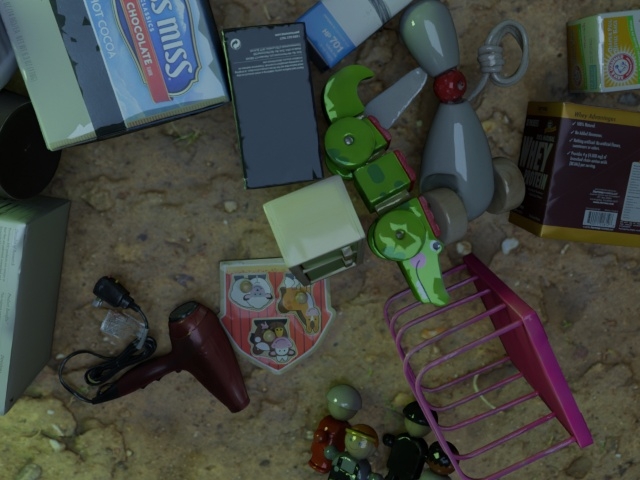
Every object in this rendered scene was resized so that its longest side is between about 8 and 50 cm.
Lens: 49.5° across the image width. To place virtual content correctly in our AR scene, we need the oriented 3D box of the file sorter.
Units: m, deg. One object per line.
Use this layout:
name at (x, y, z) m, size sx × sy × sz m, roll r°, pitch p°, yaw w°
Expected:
file sorter at (0.217, 0.178, 1.006) m, size 0.182 × 0.290 × 0.202 m, roll -26°, pitch 103°, yaw 3°

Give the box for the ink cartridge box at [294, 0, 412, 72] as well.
ink cartridge box at (0.056, -0.324, 0.957) m, size 0.191 × 0.139 × 0.082 m, roll -38°, pitch 101°, yaw 3°

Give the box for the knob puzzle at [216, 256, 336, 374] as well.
knob puzzle at (-0.069, 0.123, 1.097) m, size 0.213 × 0.030 × 0.213 m, roll -1°, pitch 102°, yaw -6°

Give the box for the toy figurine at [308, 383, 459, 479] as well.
toy figurine at (0.098, 0.325, 1.065) m, size 0.213 × 0.209 × 0.148 m, roll 17°, pitch 94°, yaw -9°

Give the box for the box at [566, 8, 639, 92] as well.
box at (0.481, -0.282, 1.025) m, size 0.203 × 0.103 × 0.114 m, roll -6°, pitch 102°, yaw -4°

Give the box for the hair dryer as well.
hair dryer at (-0.240, 0.185, 1.087) m, size 0.294 × 0.080 × 0.223 m, roll 24°, pitch 114°, yaw -4°

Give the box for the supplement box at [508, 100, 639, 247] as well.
supplement box at (0.409, -0.101, 1.044) m, size 0.192 × 0.129 × 0.194 m, roll 6°, pitch 101°, yaw -6°

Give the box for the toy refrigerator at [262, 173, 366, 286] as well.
toy refrigerator at (0.000, 0.000, 0.947) m, size 0.102 × 0.269 × 0.094 m, roll -22°, pitch 81°, yaw -1°

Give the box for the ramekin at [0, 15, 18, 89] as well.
ramekin at (-0.494, -0.264, 0.796) m, size 0.273 × 0.272 × 0.127 m, roll 4°, pitch 144°, yaw -6°

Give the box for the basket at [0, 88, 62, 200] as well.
basket at (-0.467, -0.137, 0.893) m, size 0.227 × 0.154 × 0.204 m, roll 15°, pitch 143°, yaw 13°

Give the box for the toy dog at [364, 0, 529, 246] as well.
toy dog at (0.170, -0.157, 1.006) m, size 0.220 × 0.161 × 0.333 m, roll 1°, pitch 91°, yaw -29°

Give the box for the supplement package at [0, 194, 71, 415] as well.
supplement package at (-0.458, 0.071, 0.960) m, size 0.145 × 0.204 × 0.261 m, roll 11°, pitch 101°, yaw -7°

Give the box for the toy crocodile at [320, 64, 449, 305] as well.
toy crocodile at (0.087, -0.069, 0.920) m, size 0.105 × 0.115 × 0.340 m, roll -27°, pitch 84°, yaw -1°

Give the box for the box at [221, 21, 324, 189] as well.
box at (-0.064, -0.178, 0.915) m, size 0.103 × 0.261 × 0.184 m, roll -6°, pitch 103°, yaw -4°

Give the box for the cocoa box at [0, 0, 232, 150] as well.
cocoa box at (-0.263, -0.313, 0.882) m, size 0.228 × 0.231 × 0.347 m, roll -16°, pitch 103°, yaw -2°
